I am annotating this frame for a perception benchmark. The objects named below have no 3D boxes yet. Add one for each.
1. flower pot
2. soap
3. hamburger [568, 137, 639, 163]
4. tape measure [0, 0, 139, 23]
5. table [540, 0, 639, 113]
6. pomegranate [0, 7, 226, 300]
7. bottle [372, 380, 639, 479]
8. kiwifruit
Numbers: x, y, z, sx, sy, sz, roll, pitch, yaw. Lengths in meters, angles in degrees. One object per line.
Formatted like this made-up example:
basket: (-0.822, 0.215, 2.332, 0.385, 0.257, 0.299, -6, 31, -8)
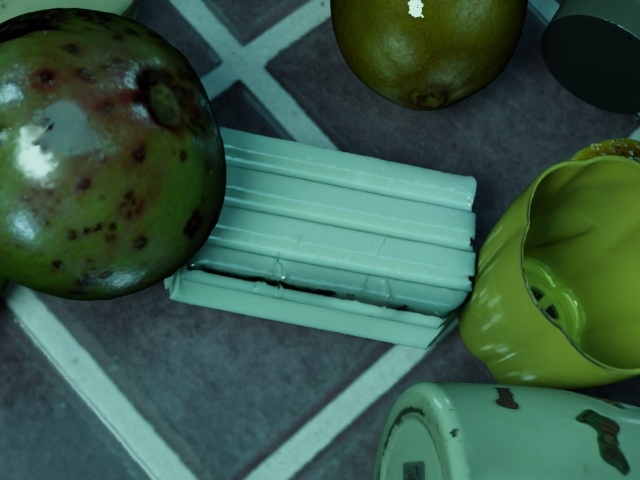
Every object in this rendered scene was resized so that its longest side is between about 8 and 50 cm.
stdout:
flower pot: (0.215, 0.047, 1.170, 0.195, 0.179, 0.195, 9, 66, -20)
soap: (0.000, 0.000, 1.189, 0.261, 0.094, 0.150, 11, 61, -10)
hamburger: (0.291, -0.039, 1.285, 0.141, 0.081, 0.126, -5, 70, -16)
tape measure: (-0.292, -0.255, 1.189, 0.271, 0.133, 0.231, 37, 64, 4)
table: (0.283, -0.185, 1.314, 0.133, 0.133, 0.043, 34, 65, 0)
pomegranate: (-0.204, -0.034, 1.059, 0.242, 0.306, 0.242, 21, 37, -17)
bottle: (0.233, 0.234, 1.097, 0.351, 0.229, 0.229, 6, 67, -17)
kiwifruit: (0.101, -0.233, 1.252, 0.196, 0.196, 0.234, 8, 74, -12)
